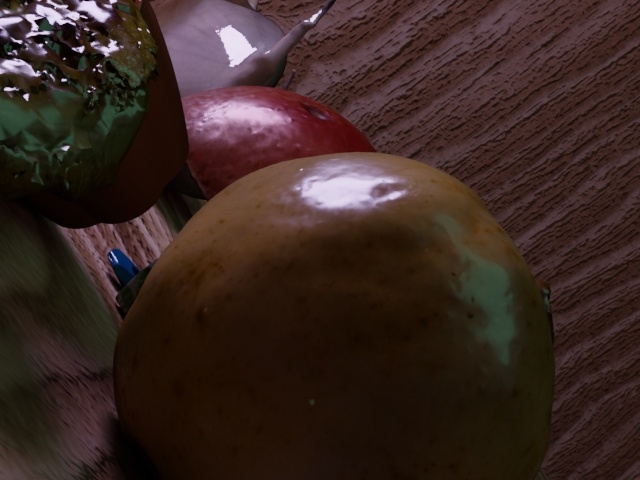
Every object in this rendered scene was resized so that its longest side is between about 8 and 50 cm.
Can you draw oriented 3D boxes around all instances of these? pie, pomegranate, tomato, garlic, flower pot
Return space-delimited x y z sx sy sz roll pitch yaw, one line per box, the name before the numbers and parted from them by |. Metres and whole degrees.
pie | -0.239 -0.148 1.191 0.288 0.103 0.355 18 25 -36
pomegranate | 0.006 0.088 1.240 0.307 0.307 0.307 52 5 -7
tomato | 0.006 -0.011 1.643 0.338 0.143 0.338 55 4 -6
garlic | -0.106 -0.152 2.082 0.231 0.246 0.340 63 -15 -24
flower pot | -0.187 -0.109 1.430 0.190 0.190 0.173 57 -1 42

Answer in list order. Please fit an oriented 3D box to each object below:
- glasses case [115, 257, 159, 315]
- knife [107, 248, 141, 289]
glasses case | -0.053 0.123 1.449 0.272 0.095 0.062 55 10 28
knife | -0.085 0.115 1.606 0.296 0.026 0.044 51 17 -25
